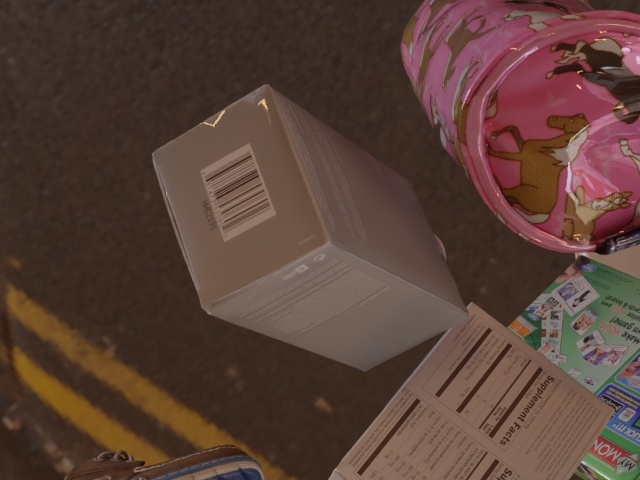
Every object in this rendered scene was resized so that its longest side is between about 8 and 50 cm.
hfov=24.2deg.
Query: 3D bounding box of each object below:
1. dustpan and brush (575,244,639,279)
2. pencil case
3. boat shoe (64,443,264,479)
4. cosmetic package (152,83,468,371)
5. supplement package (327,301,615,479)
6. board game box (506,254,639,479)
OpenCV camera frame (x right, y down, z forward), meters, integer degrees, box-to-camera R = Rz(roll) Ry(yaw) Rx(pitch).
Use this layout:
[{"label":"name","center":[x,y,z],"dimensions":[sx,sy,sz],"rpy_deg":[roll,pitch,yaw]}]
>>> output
[{"label":"dustpan and brush","center":[0.380,0.086,1.762],"dimensions":[0.147,0.211,0.060],"rpy_deg":[2,148,-10]},{"label":"pencil case","center":[0.158,-0.113,1.074],"dimensions":[0.167,0.160,0.386],"rpy_deg":[45,-171,-14]},{"label":"boat shoe","center":[-0.125,0.160,0.896],"dimensions":[0.066,0.183,0.066],"rpy_deg":[-119,10,-48]},{"label":"cosmetic package","center":[0.000,0.000,1.025],"dimensions":[0.238,0.107,0.127],"rpy_deg":[34,-149,-60]},{"label":"supplement package","center":[0.088,0.217,1.218],"dimensions":[0.145,0.204,0.262],"rpy_deg":[38,145,8]},{"label":"board game box","center":[0.298,0.137,1.541],"dimensions":[0.046,0.213,0.317],"rpy_deg":[52,169,-28]}]
